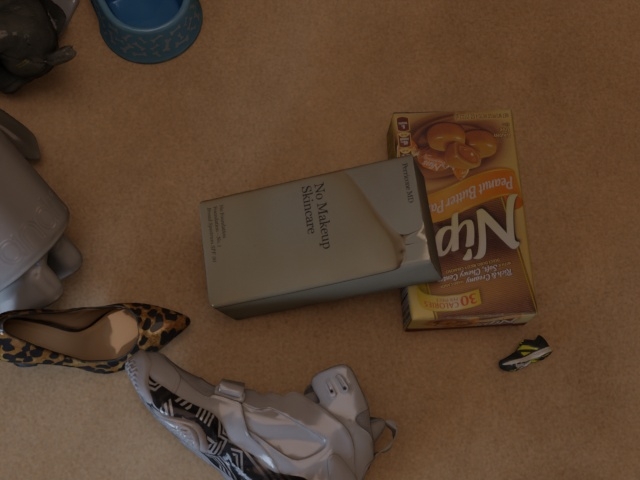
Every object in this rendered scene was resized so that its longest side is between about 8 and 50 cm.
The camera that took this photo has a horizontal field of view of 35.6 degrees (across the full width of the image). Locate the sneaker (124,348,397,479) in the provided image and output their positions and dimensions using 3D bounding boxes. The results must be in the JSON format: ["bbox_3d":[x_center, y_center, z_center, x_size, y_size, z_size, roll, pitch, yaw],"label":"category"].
[{"bbox_3d":[-0.075,0.226,1.346,0.366,0.137,0.210,40,74,3],"label":"sneaker"}]

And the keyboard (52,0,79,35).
[{"bbox_3d":[-0.512,-0.395,1.570,0.256,0.014,0.072,20,68,2],"label":"keyboard"}]

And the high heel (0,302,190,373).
[{"bbox_3d":[-0.306,0.121,1.331,0.261,0.186,0.093,-10,74,-7],"label":"high heel"}]

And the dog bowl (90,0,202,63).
[{"bbox_3d":[-0.300,-0.420,1.558,0.166,0.074,0.297,-28,77,-12],"label":"dog bowl"}]

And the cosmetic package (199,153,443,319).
[{"bbox_3d":[0.000,0.000,1.383,0.309,0.113,0.160,-13,72,13],"label":"cosmetic package"}]

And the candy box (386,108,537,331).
[{"bbox_3d":[0.203,-0.031,1.465,0.182,0.087,0.317,-3,73,-3],"label":"candy box"}]

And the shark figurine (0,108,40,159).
[{"bbox_3d":[-0.566,-0.169,1.444,0.278,0.116,0.166,-16,73,-10],"label":"shark figurine"}]

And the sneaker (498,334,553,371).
[{"bbox_3d":[0.293,0.164,1.446,0.083,0.031,0.035,-16,61,-13],"label":"sneaker"}]

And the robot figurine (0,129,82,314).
[{"bbox_3d":[-0.476,-0.055,1.319,0.199,0.300,0.353,-28,114,22],"label":"robot figurine"}]

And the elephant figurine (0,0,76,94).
[{"bbox_3d":[-0.464,-0.355,1.482,0.186,0.169,0.240,16,60,-27],"label":"elephant figurine"}]
